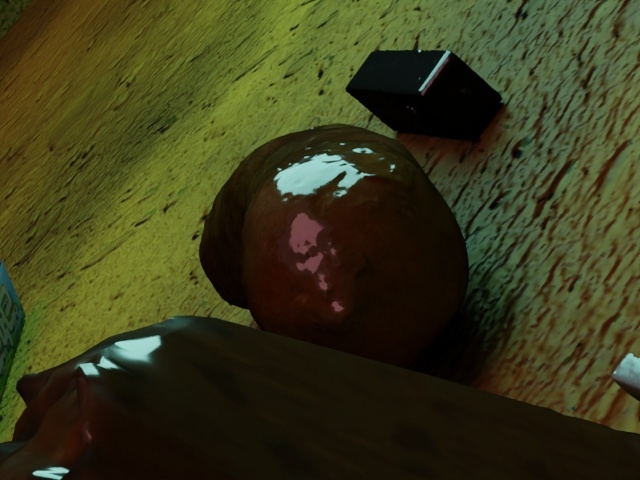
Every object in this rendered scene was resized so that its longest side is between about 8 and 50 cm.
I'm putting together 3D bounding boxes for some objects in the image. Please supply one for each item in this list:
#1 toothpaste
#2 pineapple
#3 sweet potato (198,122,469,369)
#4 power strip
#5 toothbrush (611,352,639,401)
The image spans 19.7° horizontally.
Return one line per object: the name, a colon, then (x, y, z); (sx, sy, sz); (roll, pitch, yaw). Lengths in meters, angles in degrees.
toothpaste: (-0.232, 0.091, 1.221); (0.044, 0.070, 0.193); (-15, 26, 8)
pineapple: (-0.052, 0.194, 0.392); (0.362, 0.202, 0.202); (-58, 14, 20)
sweet potato: (0.001, -0.001, 0.793); (0.097, 0.097, 0.292); (-51, 10, -3)
power strip: (0.048, -0.071, 0.890); (0.029, 0.038, 0.111); (-54, 17, -7)
toothbrush: (0.124, 0.058, 0.488); (0.017, 0.014, 0.194); (-51, 18, -1)
